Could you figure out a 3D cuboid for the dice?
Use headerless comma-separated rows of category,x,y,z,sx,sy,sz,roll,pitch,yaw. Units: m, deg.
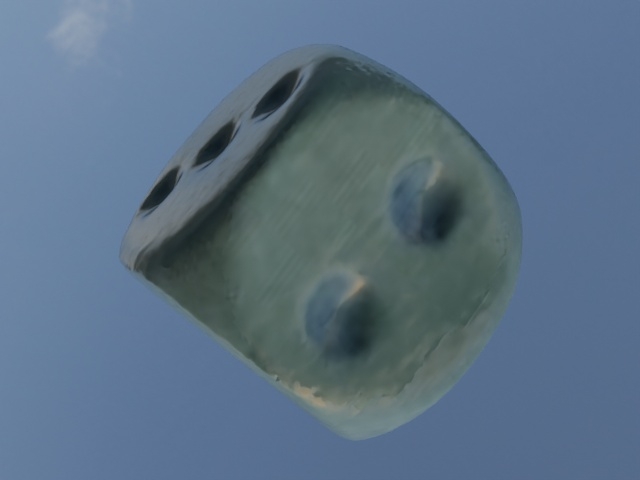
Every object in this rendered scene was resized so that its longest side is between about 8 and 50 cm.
dice,0.000,0.000,0.823,0.262,0.265,0.268,-52,-159,-8
